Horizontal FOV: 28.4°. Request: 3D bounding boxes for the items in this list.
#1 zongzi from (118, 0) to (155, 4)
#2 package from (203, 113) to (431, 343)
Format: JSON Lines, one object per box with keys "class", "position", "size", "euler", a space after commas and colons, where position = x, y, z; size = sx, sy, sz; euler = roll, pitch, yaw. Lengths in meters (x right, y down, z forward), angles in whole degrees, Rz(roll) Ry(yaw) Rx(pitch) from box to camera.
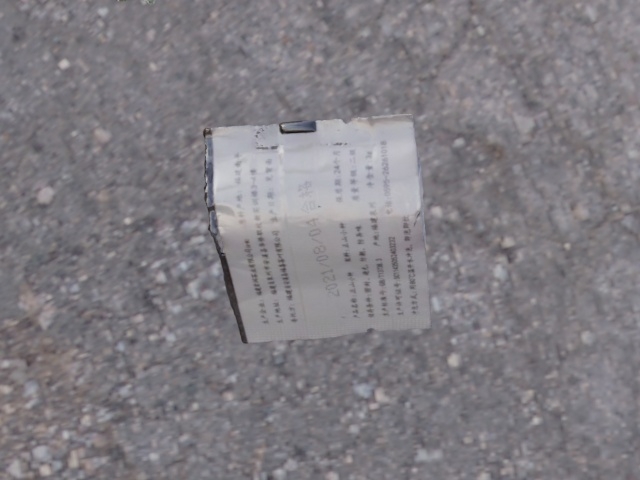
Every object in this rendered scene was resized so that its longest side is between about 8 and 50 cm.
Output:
{"class": "zongzi", "position": [-0.134, -0.198, 0.797], "size": [0.055, 0.119, 0.109], "euler": [-23, 104, -22]}
{"class": "package", "position": [0.000, 0.000, 1.214], "size": [0.062, 0.204, 0.251], "euler": [-79, 164, -57]}
